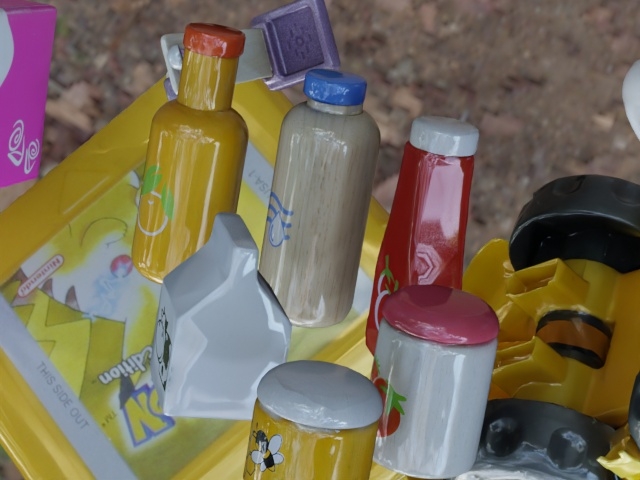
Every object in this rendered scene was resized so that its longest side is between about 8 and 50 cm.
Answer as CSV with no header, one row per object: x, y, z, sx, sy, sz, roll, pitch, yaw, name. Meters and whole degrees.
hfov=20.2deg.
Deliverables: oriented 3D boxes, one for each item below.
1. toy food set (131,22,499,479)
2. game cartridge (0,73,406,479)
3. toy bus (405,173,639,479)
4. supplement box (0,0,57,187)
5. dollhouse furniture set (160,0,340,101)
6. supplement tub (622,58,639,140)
0.000,0.000,0.636,0.111,0.232,0.104,5,108,-14,toy food set
-0.074,0.063,1.129,0.323,0.285,0.052,49,179,28,game cartridge
0.179,0.075,0.745,0.211,0.149,0.220,39,142,-23,toy bus
-0.282,-0.102,1.061,0.220,0.111,0.114,10,101,16,supplement box
-0.063,-0.115,0.793,0.091,0.081,0.114,-14,90,39,dollhouse furniture set
0.373,-0.129,1.287,0.191,0.272,0.191,50,178,2,supplement tub
